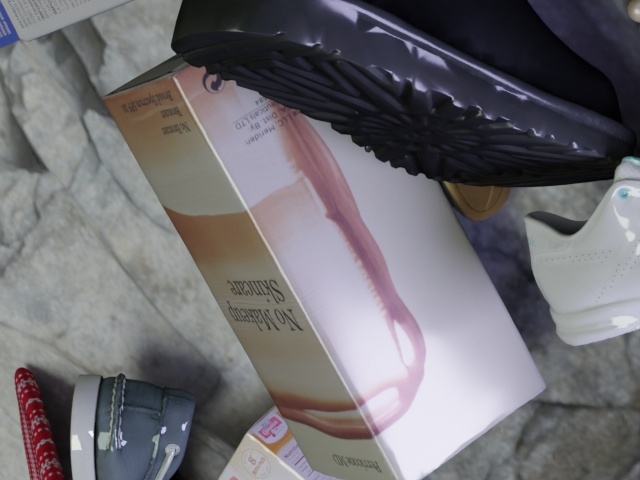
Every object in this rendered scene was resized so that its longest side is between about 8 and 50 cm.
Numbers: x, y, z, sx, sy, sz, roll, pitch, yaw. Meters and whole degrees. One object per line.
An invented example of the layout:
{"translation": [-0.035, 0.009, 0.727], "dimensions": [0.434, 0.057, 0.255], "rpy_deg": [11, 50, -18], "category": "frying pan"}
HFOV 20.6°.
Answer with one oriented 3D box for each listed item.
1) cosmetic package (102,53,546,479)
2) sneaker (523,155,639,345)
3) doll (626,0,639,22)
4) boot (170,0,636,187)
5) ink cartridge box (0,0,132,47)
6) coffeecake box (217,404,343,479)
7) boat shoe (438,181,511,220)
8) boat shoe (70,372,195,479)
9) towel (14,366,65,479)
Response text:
{"translation": [0.000, 0.000, 1.135], "dimensions": [0.296, 0.129, 0.153], "rpy_deg": [60, 158, -10], "category": "cosmetic package"}
{"translation": [0.203, -0.010, 0.974], "dimensions": [0.212, 0.080, 0.094], "rpy_deg": [-21, 97, 36], "category": "sneaker"}
{"translation": [0.222, -0.155, 0.970], "dimensions": [0.129, 0.046, 0.189], "rpy_deg": [-14, 108, 41], "category": "doll"}
{"translation": [0.075, -0.184, 0.987], "dimensions": [0.131, 0.348, 0.260], "rpy_deg": [-2, 73, 42], "category": "boot"}
{"translation": [-0.156, -0.248, 1.171], "dimensions": [0.311, 0.065, 0.185], "rpy_deg": [-15, 107, 38], "category": "ink cartridge box"}
{"translation": [0.006, 0.227, 1.341], "dimensions": [0.185, 0.068, 0.142], "rpy_deg": [39, 133, 10], "category": "coffeecake box"}
{"translation": [0.072, -0.093, 1.112], "dimensions": [0.059, 0.063, 0.170], "rpy_deg": [13, 127, 57], "category": "boat shoe"}
{"translation": [-0.136, 0.235, 1.417], "dimensions": [0.099, 0.116, 0.319], "rpy_deg": [-2, 129, 1], "category": "boat shoe"}
{"translation": [-0.212, 0.254, 1.421], "dimensions": [0.275, 0.031, 0.198], "rpy_deg": [-121, 25, -57], "category": "towel"}
